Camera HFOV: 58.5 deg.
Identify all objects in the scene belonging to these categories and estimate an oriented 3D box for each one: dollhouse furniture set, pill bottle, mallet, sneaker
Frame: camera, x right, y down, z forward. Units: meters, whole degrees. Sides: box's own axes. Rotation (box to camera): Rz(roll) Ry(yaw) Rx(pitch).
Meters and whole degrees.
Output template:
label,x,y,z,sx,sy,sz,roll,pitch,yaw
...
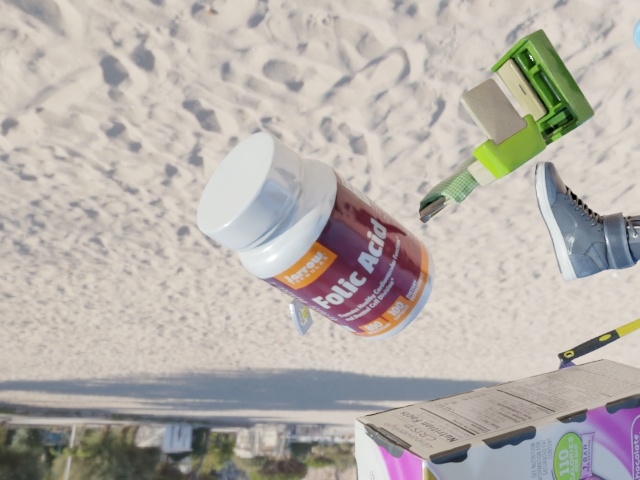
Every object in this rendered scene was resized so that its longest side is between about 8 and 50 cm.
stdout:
label,x,y,z,sx,sy,sz,roll,pitch,yaw
dollhouse furniture set,0.252,-0.168,0.939,0.197,0.151,0.301,-33,177,-16
pill bottle,0.000,0.000,0.989,0.392,0.224,0.224,34,145,-33
mallet,0.439,0.138,0.820,0.189,0.062,0.039,-34,141,6
sneaker,0.464,-0.048,0.962,0.163,0.226,0.086,-15,-162,34

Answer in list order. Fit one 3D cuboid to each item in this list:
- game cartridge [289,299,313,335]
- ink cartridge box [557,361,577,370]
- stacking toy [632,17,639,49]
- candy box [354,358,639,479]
label,x,y,z,sx,sy,sz,roll,pitch,yaw
game cartridge,-0.042,0.162,1.239,0.017,0.083,0.056,-3,-155,32
ink cartridge box,0.429,0.358,0.756,0.324,0.330,0.071,35,145,4
stacking toy,0.317,-0.065,0.361,0.165,0.302,0.175,19,154,-5
candy box,0.138,0.176,0.364,0.233,0.159,0.071,-4,-176,-28
